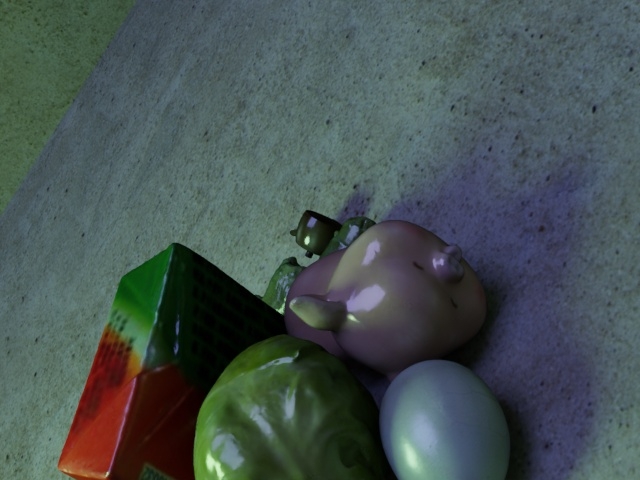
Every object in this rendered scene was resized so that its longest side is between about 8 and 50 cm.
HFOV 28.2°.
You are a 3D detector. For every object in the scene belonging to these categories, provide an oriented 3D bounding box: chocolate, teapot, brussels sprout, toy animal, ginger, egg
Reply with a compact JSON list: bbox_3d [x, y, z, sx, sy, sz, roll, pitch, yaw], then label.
[{"bbox_3d":[-0.169,0.235,1.782,0.161,0.360,0.341,-10,54,40],"label":"chocolate"},{"bbox_3d":[0.000,0.000,2.057,0.121,0.076,0.068,32,102,31],"label":"teapot"},{"bbox_3d":[-0.028,0.276,1.615,0.247,0.328,0.328,-21,44,23],"label":"brussels sprout"},{"bbox_3d":[0.073,0.088,1.735,0.326,0.237,0.269,-33,20,40],"label":"toy animal"},{"bbox_3d":[-0.015,0.069,1.990,0.290,0.089,0.137,-36,38,35],"label":"ginger"},{"bbox_3d":[0.151,0.237,1.530,0.151,0.151,0.209,-46,40,22],"label":"egg"}]
